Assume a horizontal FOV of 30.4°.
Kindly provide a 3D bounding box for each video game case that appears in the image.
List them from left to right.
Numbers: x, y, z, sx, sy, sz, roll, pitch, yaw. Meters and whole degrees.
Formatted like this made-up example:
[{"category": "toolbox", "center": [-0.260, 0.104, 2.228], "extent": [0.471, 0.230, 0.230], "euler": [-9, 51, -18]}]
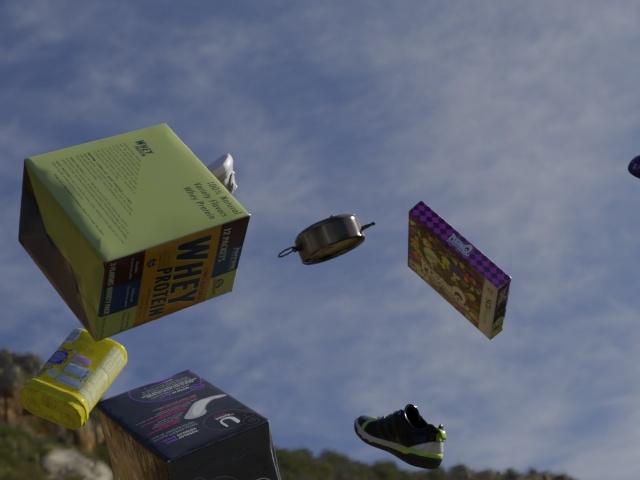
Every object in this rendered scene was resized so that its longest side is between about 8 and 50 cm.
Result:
[{"category": "video game case", "center": [0.257, 0.058, 2.224], "extent": [0.042, 0.232, 0.210], "euler": [-39, -25, -18]}]

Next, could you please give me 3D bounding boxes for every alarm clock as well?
[{"category": "alarm clock", "center": [0.000, 0.000, 2.224], "extent": [0.192, 0.064, 0.129], "euler": [-18, -12, -32]}]

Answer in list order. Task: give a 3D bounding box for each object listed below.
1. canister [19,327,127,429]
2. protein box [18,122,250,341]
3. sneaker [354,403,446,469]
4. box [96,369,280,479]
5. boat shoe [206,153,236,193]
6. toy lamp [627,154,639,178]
[{"category": "canister", "center": [-0.440, 0.245, 2.123], "extent": [0.126, 0.170, 0.073], "euler": [19, -47, 14]}, {"category": "protein box", "center": [-0.233, -0.015, 1.453], "extent": [0.201, 0.200, 0.136], "euler": [-20, -38, -35]}, {"category": "sneaker", "center": [0.155, 0.346, 2.177], "extent": [0.084, 0.097, 0.234], "euler": [11, 3, -38]}, {"category": "box", "center": [-0.193, 0.310, 1.718], "extent": [0.165, 0.143, 0.270], "euler": [-18, 19, -27]}, {"category": "boat shoe", "center": [-0.171, -0.103, 2.014], "extent": [0.066, 0.063, 0.184], "euler": [-38, 8, -11]}, {"category": "toy lamp", "center": [0.606, -0.240, 2.099], "extent": [0.080, 0.080, 0.275], "euler": [-4, -57, -14]}]
